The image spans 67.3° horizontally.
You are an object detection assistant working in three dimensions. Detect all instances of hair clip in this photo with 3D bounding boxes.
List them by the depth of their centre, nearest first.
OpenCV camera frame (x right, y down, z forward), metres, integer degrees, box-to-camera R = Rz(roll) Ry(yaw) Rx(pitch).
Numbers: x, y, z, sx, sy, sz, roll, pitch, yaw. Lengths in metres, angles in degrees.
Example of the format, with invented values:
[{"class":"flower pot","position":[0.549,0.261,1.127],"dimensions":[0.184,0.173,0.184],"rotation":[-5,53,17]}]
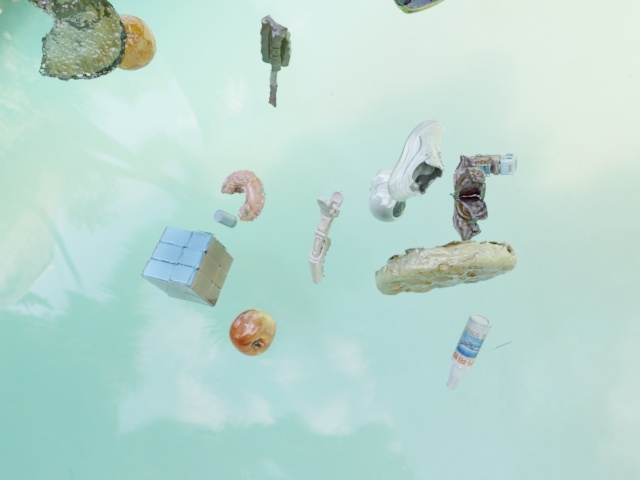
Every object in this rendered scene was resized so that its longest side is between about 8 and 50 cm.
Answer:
[{"class":"hair clip","position":[0.000,0.000,1.059],"dimensions":[0.034,0.072,0.226],"rotation":[26,113,30]}]

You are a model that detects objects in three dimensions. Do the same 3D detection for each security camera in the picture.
[{"class":"security camera","position":[0.306,-0.193,2.209],"dimensions":[0.194,0.195,0.236],"rotation":[-15,38,29]}]

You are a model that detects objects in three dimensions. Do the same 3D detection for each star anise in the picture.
[{"class":"star anise","position":[0.439,-0.127,1.400],"dimensions":[0.098,0.220,0.214],"rotation":[-4,39,-4]}]

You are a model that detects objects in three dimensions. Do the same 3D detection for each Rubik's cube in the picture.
[{"class":"Rubik's cube","position":[-0.508,0.101,1.871],"dimensions":[0.231,0.221,0.225],"rotation":[10,66,19]}]

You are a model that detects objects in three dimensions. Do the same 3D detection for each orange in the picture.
[{"class":"orange","position":[-0.476,-0.489,1.189],"dimensions":[0.135,0.135,0.117],"rotation":[-45,18,2]}]

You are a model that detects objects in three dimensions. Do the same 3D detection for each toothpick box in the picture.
[{"class":"toothpick box","position":[-0.367,-0.084,1.863],"dimensions":[0.052,0.083,0.052],"rotation":[-12,67,30]}]

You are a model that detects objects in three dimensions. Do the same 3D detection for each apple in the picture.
[{"class":"apple","position":[-0.283,0.387,2.035],"dimensions":[0.209,0.209,0.164],"rotation":[-43,35,3]}]

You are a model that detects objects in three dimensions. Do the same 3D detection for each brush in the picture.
[{"class":"brush","position":[-0.123,-0.468,1.302],"dimensions":[0.071,0.301,0.084],"rotation":[-38,74,-20]}]

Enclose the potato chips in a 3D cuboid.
[{"class":"potato chips","position":[-0.496,-0.424,0.945],"dimensions":[0.202,0.220,0.029],"rotation":[-18,42,2]}]

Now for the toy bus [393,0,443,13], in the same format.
[{"class":"toy bus","position":[0.171,-0.662,1.054],"dimensions":[0.145,0.331,0.151],"rotation":[-26,9,-8]}]

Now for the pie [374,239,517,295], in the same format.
[{"class":"pie","position":[0.293,0.065,1.145],"dimensions":[0.339,0.339,0.083],"rotation":[-16,72,28]}]

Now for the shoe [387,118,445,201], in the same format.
[{"class":"shoe","position":[0.350,-0.263,1.577],"dimensions":[0.159,0.124,0.316],"rotation":[19,78,57]}]

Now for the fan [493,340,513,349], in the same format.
[{"class":"fan","position":[0.588,0.334,1.540],"dimensions":[0.060,0.080,0.003],"rotation":[-33,73,33]}]

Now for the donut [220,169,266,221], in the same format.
[{"class":"donut","position":[-0.337,-0.205,2.109],"dimensions":[0.199,0.085,0.233],"rotation":[-46,74,29]}]

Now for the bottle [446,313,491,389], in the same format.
[{"class":"bottle","position":[0.371,0.290,1.226],"dimensions":[0.060,0.060,0.217],"rotation":[43,128,47]}]

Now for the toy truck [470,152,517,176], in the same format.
[{"class":"toy truck","position":[0.683,-0.293,1.907],"dimensions":[0.177,0.080,0.115],"rotation":[1,25,23]}]
